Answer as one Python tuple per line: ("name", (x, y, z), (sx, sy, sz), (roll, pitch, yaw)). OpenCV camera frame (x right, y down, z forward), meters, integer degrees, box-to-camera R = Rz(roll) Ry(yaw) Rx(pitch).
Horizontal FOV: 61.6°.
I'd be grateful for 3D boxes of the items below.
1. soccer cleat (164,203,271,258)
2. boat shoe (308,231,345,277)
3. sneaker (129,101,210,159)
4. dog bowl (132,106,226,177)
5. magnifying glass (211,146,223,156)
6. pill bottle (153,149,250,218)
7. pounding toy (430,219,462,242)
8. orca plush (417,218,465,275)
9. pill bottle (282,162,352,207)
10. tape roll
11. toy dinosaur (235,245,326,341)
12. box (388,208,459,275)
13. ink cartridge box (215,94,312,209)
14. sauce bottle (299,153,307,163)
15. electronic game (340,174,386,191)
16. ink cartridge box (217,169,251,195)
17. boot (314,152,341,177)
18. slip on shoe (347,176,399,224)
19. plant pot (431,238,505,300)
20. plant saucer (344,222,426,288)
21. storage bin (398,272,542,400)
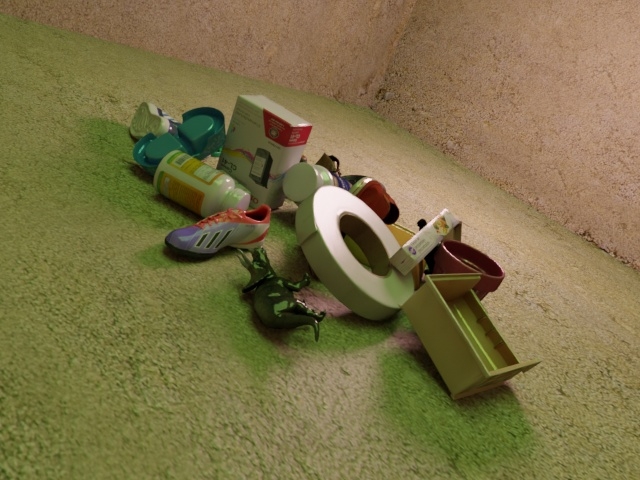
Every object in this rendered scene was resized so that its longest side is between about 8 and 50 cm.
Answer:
("soccer cleat", (-0.251, -0.032, 1.356), (0.109, 0.116, 0.318), (37, 26, 29))
("boat shoe", (0.000, 0.000, 1.556), (0.120, 0.122, 0.324), (-6, 29, 15))
("sneaker", (-0.501, -0.354, 1.846), (0.236, 0.130, 0.323), (25, 6, -40))
("dog bowl", (-0.417, -0.292, 1.628), (0.297, 0.074, 0.166), (-35, 54, -18))
("magnifying glass", (-0.383, -0.352, 2.051), (0.092, 0.026, 0.231), (30, 26, 16))
("pill bottle", (-0.325, -0.140, 1.495), (0.246, 0.136, 0.136), (28, 23, 10))
("pounding toy", (0.421, 0.019, 1.882), (0.094, 0.181, 0.206), (4, 3, 29))
("orca plush", (0.368, 0.069, 1.685), (0.102, 0.287, 0.151), (-31, 10, -29))
("pill bottle", (-0.003, -0.157, 1.741), (0.153, 0.153, 0.265), (37, 9, 28))
("tape roll", (0.096, 0.027, 1.422), (0.392, 0.072, 0.392), (35, 33, -27))
("toy dinosaur", (-0.087, 0.143, 1.177), (0.160, 0.121, 0.313), (0, 35, -22))
("box", (0.304, -0.002, 1.539), (0.063, 0.067, 0.324), (45, 41, 9))
("ink cartridge box", (-0.188, -0.276, 1.702), (0.226, 0.306, 0.131), (32, 26, 20))
("sauce bottle", (-0.081, -0.350, 2.308), (0.042, 0.042, 0.128), (15, 25, -20))
("electronic game", (0.124, -0.180, 1.958), (0.229, 0.048, 0.229), (-1, 32, 1))
("ink cartridge box", (-0.303, -0.156, 1.645), (0.150, 0.063, 0.109), (38, 27, 29))
("boot", (0.039, -0.252, 2.119), (0.112, 0.115, 0.305), (17, 26, -27))
("slip on shoe", (0.169, -0.116, 1.687), (0.101, 0.123, 0.331), (47, 12, 24))
("plant pot", (0.402, 0.123, 1.563), (0.201, 0.180, 0.201), (20, 23, -9))
("plant saucer", (0.208, -0.001, 1.777), (0.333, 0.081, 0.333), (27, 24, 7))
("storage bin", (0.363, 0.220, 1.295), (0.260, 0.123, 0.262), (1, 49, -42))
